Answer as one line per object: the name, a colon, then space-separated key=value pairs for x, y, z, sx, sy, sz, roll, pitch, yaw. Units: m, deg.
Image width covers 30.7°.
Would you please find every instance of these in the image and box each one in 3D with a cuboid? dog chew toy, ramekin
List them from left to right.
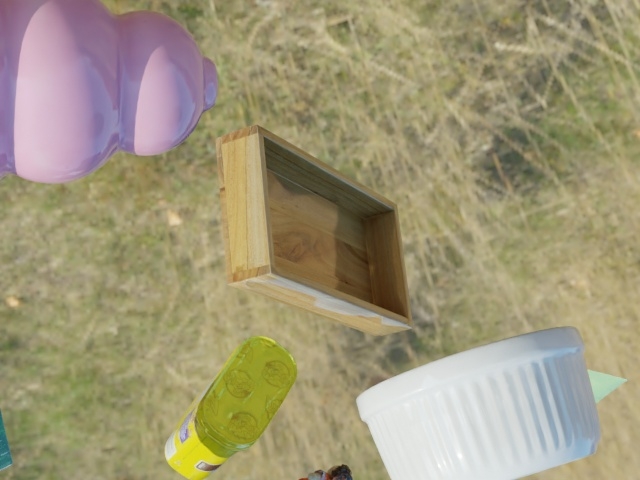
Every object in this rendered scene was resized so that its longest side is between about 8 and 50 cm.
dog chew toy: x=-0.256 y=-0.137 z=1.021 sx=0.331 sy=0.207 sz=0.207 roll=-2 pitch=150 yaw=-17
ramekin: x=0.145 y=0.159 z=1.019 sx=0.207 sy=0.109 sz=0.207 roll=-17 pitch=166 yaw=-4

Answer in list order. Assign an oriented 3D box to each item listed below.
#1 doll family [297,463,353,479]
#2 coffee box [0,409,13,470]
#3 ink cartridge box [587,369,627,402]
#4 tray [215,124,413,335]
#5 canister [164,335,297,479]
doll family: x=0.004 y=0.410 z=1.598 sx=0.163 sy=0.118 sz=0.263 roll=-18 pitch=147 yaw=-17
coffee box: x=-0.526 y=0.264 z=1.798 sx=0.040 sy=0.113 sz=0.184 roll=-24 pitch=144 yaw=-25
ink cartridge box: x=0.317 y=0.252 z=1.707 sx=0.171 sy=0.056 sz=0.235 roll=14 pitch=149 yaw=-14
tray: x=0.000 y=0.000 z=1.644 sx=0.076 sy=0.203 sz=0.411 roll=-16 pitch=159 yaw=27
canister: x=-0.102 y=0.188 z=1.281 sx=0.073 sy=0.126 sz=0.170 roll=36 pitch=147 yaw=-4
